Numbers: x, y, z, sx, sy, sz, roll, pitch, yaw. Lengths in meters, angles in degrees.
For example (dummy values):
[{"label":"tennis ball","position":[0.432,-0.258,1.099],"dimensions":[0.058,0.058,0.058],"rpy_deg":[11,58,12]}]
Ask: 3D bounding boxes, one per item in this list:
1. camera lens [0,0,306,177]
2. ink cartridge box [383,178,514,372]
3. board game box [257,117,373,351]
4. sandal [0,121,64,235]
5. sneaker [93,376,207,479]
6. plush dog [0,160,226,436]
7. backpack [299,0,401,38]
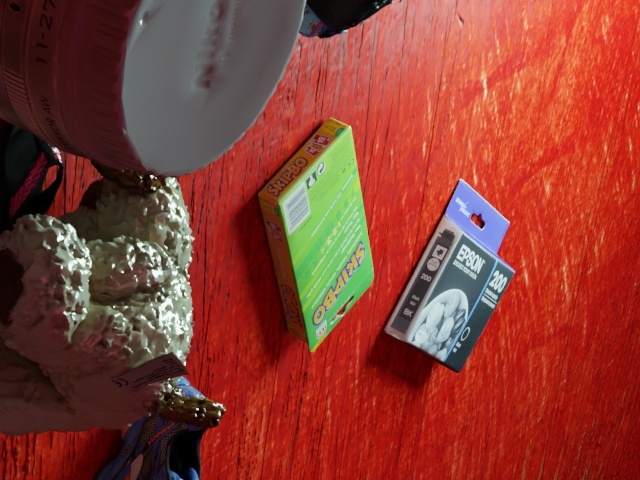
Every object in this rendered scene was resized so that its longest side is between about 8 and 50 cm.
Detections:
[{"label":"camera lens","position":[-0.174,-0.183,1.268],"dimensions":[0.219,0.274,0.219],"rpy_deg":[-42,146,-37]},{"label":"ink cartridge box","position":[0.174,0.049,2.350],"dimensions":[0.208,0.045,0.206],"rpy_deg":[-64,153,-3]},{"label":"board game box","position":[0.000,0.000,2.007],"dimensions":[0.124,0.039,0.259],"rpy_deg":[-48,147,-27]},{"label":"sandal","position":[-0.236,-0.039,1.545],"dimensions":[0.067,0.040,0.179],"rpy_deg":[-15,127,-56]},{"label":"sneaker","position":[-0.167,0.238,1.862],"dimensions":[0.083,0.087,0.221],"rpy_deg":[-4,116,-59]},{"label":"plush dog","position":[-0.166,0.035,1.568],"dimensions":[0.262,0.210,0.225],"rpy_deg":[113,-12,-57]},{"label":"backpack","position":[0.026,-0.274,1.676],"dimensions":[0.173,0.158,0.117],"rpy_deg":[-37,172,-48]}]
